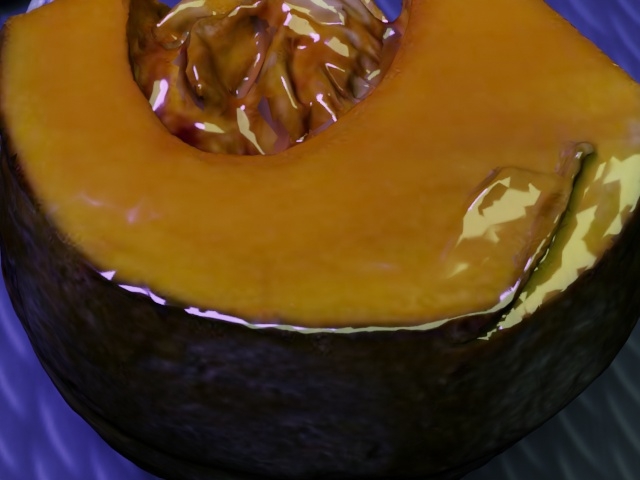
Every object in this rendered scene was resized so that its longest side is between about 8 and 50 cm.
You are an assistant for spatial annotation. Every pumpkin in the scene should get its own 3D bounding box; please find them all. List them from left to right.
[{"bbox_3d":[0.000,0.000,0.529,0.303,0.225,0.256,-13,63,0],"label":"pumpkin"}]

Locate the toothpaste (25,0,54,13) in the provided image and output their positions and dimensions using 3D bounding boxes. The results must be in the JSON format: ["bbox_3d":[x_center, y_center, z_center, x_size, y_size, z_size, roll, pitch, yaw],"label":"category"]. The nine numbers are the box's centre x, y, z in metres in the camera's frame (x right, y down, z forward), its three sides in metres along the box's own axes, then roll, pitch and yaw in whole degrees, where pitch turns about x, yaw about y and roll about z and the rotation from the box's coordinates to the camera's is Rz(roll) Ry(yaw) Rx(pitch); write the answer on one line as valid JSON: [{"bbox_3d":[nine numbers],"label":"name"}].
[{"bbox_3d":[-0.141,-0.217,0.712,0.057,0.035,0.197,9,70,9],"label":"toothpaste"}]
